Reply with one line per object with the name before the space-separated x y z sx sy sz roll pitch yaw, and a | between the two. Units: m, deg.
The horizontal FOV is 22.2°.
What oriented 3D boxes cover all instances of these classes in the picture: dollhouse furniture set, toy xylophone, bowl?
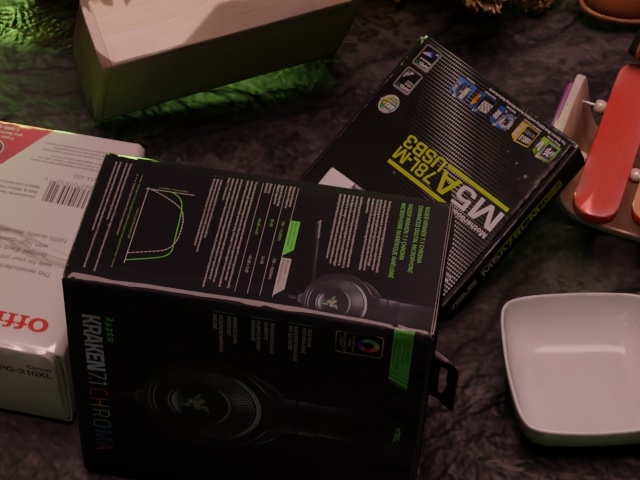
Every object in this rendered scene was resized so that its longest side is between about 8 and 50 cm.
dollhouse furniture set | -0.149 -0.349 1.543 0.257 0.362 0.394 -17 80 -15
toy xylophone | 0.363 -0.070 1.489 0.323 0.081 0.236 11 49 7
bowl | 0.220 0.113 1.344 0.142 0.053 0.142 -2 49 -4

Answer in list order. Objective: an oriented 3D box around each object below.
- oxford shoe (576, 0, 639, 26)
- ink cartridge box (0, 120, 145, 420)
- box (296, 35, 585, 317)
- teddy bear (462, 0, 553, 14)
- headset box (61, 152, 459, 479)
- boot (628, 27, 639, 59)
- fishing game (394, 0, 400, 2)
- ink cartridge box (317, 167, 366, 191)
oxford shoe | 0.363 -0.273 1.669 0.212 0.076 0.076 -14 53 -11
ink cartridge box | -0.259 0.020 1.373 0.172 0.100 0.237 10 49 7
box | 0.104 -0.059 1.442 0.191 0.045 0.184 41 86 27
teddy bear | 0.191 -0.350 1.649 0.113 0.245 0.338 -21 30 42
headset box | -0.035 0.079 1.237 0.283 0.246 0.131 9 49 4
boot | 0.393 -0.175 1.553 0.198 0.077 0.137 -18 54 -46
fishing game | -0.012 -0.329 1.725 0.264 0.041 0.189 23 50 17
ink cartridge box | 0.000 0.000 1.417 0.063 0.029 0.115 37 83 27
